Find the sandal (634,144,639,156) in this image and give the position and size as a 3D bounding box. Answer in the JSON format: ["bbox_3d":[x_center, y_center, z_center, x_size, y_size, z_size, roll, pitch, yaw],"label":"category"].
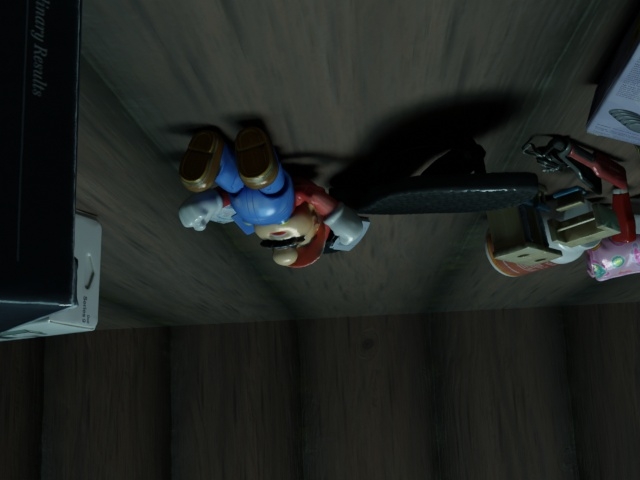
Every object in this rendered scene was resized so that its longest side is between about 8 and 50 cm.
[{"bbox_3d":[0.508,-0.116,1.171,0.049,0.072,0.180,-33,150,25],"label":"sandal"}]

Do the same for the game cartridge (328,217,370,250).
[{"bbox_3d":[0.058,-0.014,1.545,0.056,0.017,0.083,10,131,-33],"label":"game cartridge"}]

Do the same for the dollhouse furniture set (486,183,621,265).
[{"bbox_3d":[0.381,-0.047,1.294,0.184,0.129,0.129,-21,159,37],"label":"dollhouse furniture set"}]

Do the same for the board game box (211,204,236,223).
[{"bbox_3d":[-0.166,-0.054,1.390,0.090,0.020,0.090,-11,165,34],"label":"board game box"}]

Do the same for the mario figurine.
[{"bbox_3d":[-0.069,-0.032,1.132,0.198,0.170,0.320,36,177,27],"label":"mario figurine"}]

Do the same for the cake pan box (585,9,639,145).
[{"bbox_3d":[0.428,-0.144,0.803,0.267,0.070,0.246,16,172,11],"label":"cake pan box"}]

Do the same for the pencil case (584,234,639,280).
[{"bbox_3d":[0.699,0.017,1.661,0.284,0.124,0.124,-5,167,14],"label":"pencil case"}]

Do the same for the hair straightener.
[{"bbox_3d":[0.370,-0.107,1.193,0.089,0.047,0.230,-15,163,43],"label":"hair straightener"}]

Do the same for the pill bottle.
[{"bbox_3d":[0.415,-0.008,1.483,0.121,0.121,0.216,3,167,-25],"label":"pill bottle"}]

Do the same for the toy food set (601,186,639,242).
[{"bbox_3d":[0.559,-0.059,1.420,0.111,0.104,0.232,-12,-170,-23],"label":"toy food set"}]

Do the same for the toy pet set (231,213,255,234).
[{"bbox_3d":[-0.102,-0.053,1.300,0.122,0.065,0.114,6,165,-32],"label":"toy pet set"}]

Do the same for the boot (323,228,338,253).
[{"bbox_3d":[0.000,0.000,1.606,0.121,0.045,0.099,-6,165,-15],"label":"boot"}]

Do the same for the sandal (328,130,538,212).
[{"bbox_3d":[0.130,-0.094,1.135,0.168,0.106,0.446,2,179,-25],"label":"sandal"}]

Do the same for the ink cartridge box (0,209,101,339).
[{"bbox_3d":[-0.542,0.063,1.409,0.289,0.211,0.121,-9,164,23],"label":"ink cartridge box"}]

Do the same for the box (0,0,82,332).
[{"bbox_3d":[-0.384,-0.094,0.532,0.396,0.293,0.212,7,165,-34],"label":"box"}]
